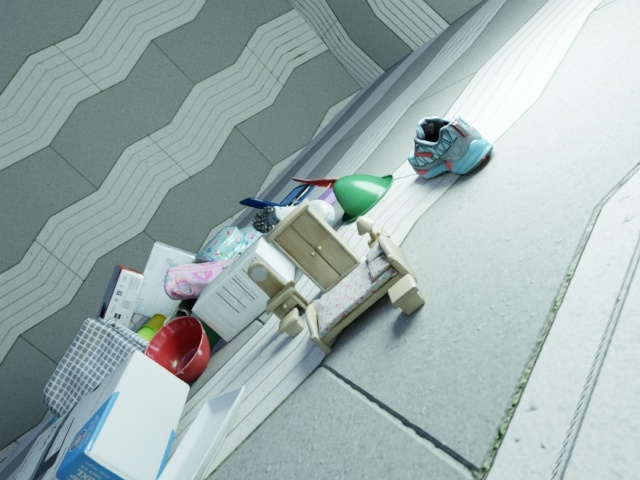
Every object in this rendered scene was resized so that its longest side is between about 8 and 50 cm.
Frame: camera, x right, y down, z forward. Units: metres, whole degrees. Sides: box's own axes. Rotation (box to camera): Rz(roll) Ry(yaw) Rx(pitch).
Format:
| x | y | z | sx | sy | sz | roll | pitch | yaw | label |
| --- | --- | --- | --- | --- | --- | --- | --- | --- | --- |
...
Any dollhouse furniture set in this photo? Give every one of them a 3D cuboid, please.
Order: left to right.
| x | y | z | sx | sy | sz | roll | pitch | yaw | label |
| --- | --- | --- | --- | --- | --- | --- | --- | --- | --- |
| -0.018 | 0.071 | 0.850 | 0.303 | 0.174 | 0.355 | -42 | 14 | 10 | dollhouse furniture set |

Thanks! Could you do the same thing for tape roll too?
| x | y | z | sx | sy | sz | roll | pitch | yaw | label |
| --- | --- | --- | --- | --- | --- | --- | --- | --- | --- |
| -0.415 | 0.315 | 1.465 | 0.321 | 0.077 | 0.321 | -41 | 14 | 13 | tape roll |

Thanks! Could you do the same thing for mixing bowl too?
| x | y | z | sx | sy | sz | roll | pitch | yaw | label |
| --- | --- | --- | --- | --- | --- | --- | --- | --- | --- |
| -0.355 | 0.299 | 1.242 | 0.181 | 0.098 | 0.182 | -18 | 43 | 18 | mixing bowl |

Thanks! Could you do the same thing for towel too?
| x | y | z | sx | sy | sz | roll | pitch | yaw | label |
| --- | --- | --- | --- | --- | --- | --- | --- | --- | --- |
| -0.602 | 0.372 | 1.307 | 0.284 | 0.234 | 0.121 | -62 | -27 | -9 | towel |

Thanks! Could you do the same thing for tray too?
| x | y | z | sx | sy | sz | roll | pitch | yaw | label |
| --- | --- | --- | --- | --- | --- | --- | --- | --- | --- |
| -0.222 | 0.383 | 0.831 | 0.145 | 0.030 | 0.270 | -31 | 19 | 40 | tray |

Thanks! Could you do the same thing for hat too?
| x | y | z | sx | sy | sz | roll | pitch | yaw | label |
| --- | --- | --- | --- | --- | --- | --- | --- | --- | --- |
| 0.058 | -0.164 | 1.271 | 0.208 | 0.183 | 0.173 | -43 | 15 | 7 | hat |

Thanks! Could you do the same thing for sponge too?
| x | y | z | sx | sy | sz | roll | pitch | yaw | label |
| --- | --- | --- | --- | --- | --- | --- | --- | --- | --- |
| 0.003 | -0.123 | 1.624 | 0.210 | 0.031 | 0.117 | -44 | 14 | 0 | sponge |

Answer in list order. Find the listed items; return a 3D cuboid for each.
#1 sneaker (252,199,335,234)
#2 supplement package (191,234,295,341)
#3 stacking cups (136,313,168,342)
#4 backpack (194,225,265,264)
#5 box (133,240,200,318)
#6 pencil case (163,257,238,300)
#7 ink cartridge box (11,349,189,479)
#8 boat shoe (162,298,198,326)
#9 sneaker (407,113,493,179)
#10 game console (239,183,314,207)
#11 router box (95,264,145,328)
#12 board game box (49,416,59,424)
| x | y | z | sx | sy | sz | roll | pitch | yaw | label |
| --- | --- | --- | --- | --- | --- | --- | --- | --- | --- |
| -0.073 | -0.053 | 1.273 | 0.237 | 0.086 | 0.085 | -7 | 67 | 24 | sneaker |
| -0.200 | 0.126 | 1.279 | 0.244 | 0.134 | 0.139 | -41 | 14 | 15 | supplement package |
| -0.600 | 0.366 | 1.528 | 0.096 | 0.096 | 0.316 | -34 | 12 | 37 | stacking cups |
| -0.298 | 0.054 | 1.674 | 0.253 | 0.191 | 0.225 | -41 | 21 | -21 | backpack |
| -0.544 | 0.164 | 1.768 | 0.126 | 0.230 | 0.262 | -165 | 94 | -74 | box |
| -0.333 | 0.113 | 1.473 | 0.283 | 0.124 | 0.124 | -8 | 25 | 12 | pencil case |
| -0.499 | 0.474 | 1.032 | 0.395 | 0.166 | 0.285 | -40 | 20 | 17 | ink cartridge box |
| -0.429 | 0.227 | 1.507 | 0.049 | 0.056 | 0.152 | -6 | 42 | 50 | boat shoe |
| 0.245 | -0.208 | 0.994 | 0.104 | 0.125 | 0.262 | -46 | 14 | -9 | sneaker |
| -0.197 | -0.206 | 2.131 | 0.250 | 0.173 | 0.293 | -48 | 15 | -13 | game console |
| -0.720 | 0.261 | 1.665 | 0.301 | 0.082 | 0.336 | 0 | 71 | 63 | router box |
| -0.718 | 0.517 | 1.616 | 0.253 | 0.079 | 0.336 | -3 | 41 | 46 | board game box |
